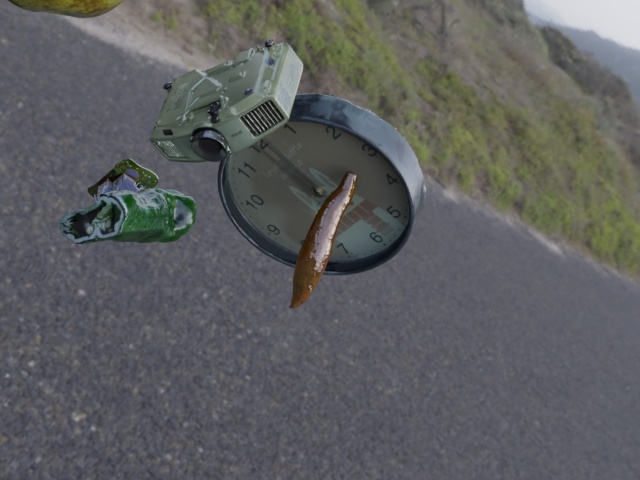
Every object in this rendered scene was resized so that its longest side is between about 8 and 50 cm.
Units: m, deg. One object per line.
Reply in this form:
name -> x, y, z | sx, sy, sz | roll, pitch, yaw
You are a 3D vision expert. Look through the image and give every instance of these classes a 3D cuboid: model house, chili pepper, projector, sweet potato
model house -> -0.485, -0.107, 1.938 | 0.117, 0.167, 0.088 | 39, 30, -39
chili pepper -> -0.310, -0.041, 1.390 | 0.099, 0.136, 0.270 | 58, 24, 8
projector -> -0.170, -0.228, 1.351 | 0.088, 0.270, 0.193 | 47, 41, -40
sweet potato -> 0.000, 0.000, 1.390 | 0.057, 0.264, 0.057 | 22, 7, -3

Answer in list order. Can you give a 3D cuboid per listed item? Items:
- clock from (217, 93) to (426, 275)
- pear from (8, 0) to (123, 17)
clock -> -0.004, -0.090, 1.457 | 0.386, 0.386, 0.076 | 35, 43, -15
pear -> -0.433, -0.508, 1.315 | 0.284, 0.283, 0.283 | 35, 22, -16
